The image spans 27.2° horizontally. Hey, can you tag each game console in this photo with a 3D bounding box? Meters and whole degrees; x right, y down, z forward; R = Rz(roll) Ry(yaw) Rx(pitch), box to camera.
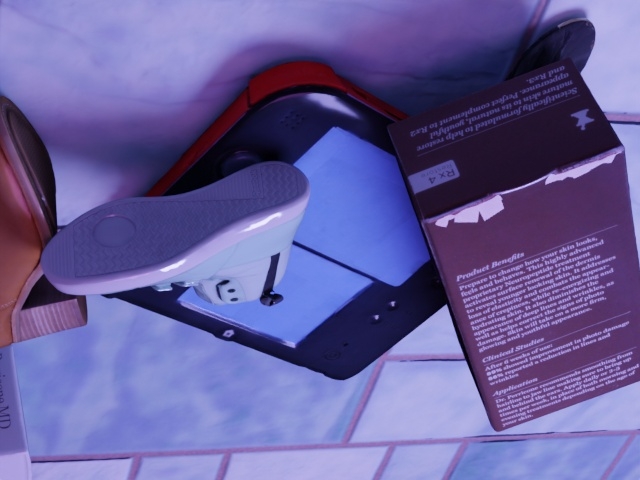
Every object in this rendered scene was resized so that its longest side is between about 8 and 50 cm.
[{"bbox_3d":[0.000,0.000,1.368,0.386,0.060,0.342,25,121,-38],"label":"game console"}]

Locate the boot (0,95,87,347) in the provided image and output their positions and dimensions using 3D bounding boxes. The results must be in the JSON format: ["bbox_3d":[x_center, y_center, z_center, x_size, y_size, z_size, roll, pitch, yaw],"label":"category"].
[{"bbox_3d":[-0.347,-0.001,1.218,0.220,0.109,0.283,-8,141,-4],"label":"boot"}]

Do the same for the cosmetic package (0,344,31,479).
[{"bbox_3d":[-0.399,0.220,1.375,0.184,0.151,0.151,-7,136,-15],"label":"cosmetic package"}]

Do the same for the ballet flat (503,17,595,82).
[{"bbox_3d":[0.205,-0.153,1.309,0.057,0.049,0.173,36,113,-12],"label":"ballet flat"}]

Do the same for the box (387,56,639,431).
[{"bbox_3d":[0.209,0.019,1.325,0.191,0.143,0.381,-20,141,2],"label":"box"}]

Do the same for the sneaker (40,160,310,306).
[{"bbox_3d":[-0.130,0.029,1.222,0.256,0.094,0.151,-18,143,-23],"label":"sneaker"}]
